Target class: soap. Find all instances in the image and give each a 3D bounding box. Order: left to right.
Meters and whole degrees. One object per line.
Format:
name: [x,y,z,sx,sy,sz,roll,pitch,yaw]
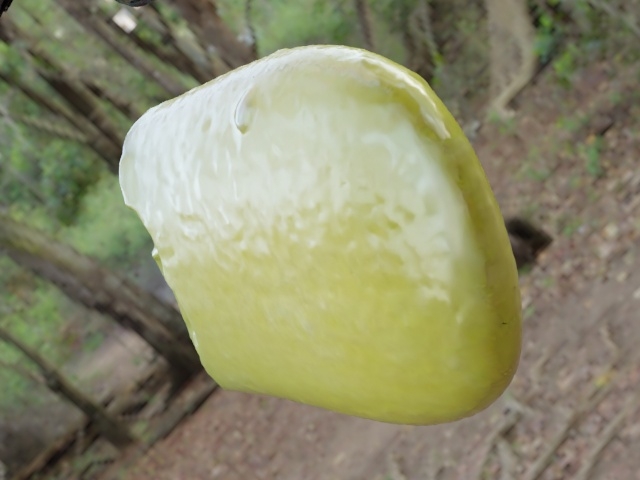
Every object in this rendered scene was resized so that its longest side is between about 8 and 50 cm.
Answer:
soap: [0.002,-0.001,1.182,0.115,0.306,0.427,-20,11,-33]

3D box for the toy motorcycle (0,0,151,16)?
toy motorcycle: [-0.103,-0.204,0.708,0.298,0.171,0.089,-19,-1,12]
